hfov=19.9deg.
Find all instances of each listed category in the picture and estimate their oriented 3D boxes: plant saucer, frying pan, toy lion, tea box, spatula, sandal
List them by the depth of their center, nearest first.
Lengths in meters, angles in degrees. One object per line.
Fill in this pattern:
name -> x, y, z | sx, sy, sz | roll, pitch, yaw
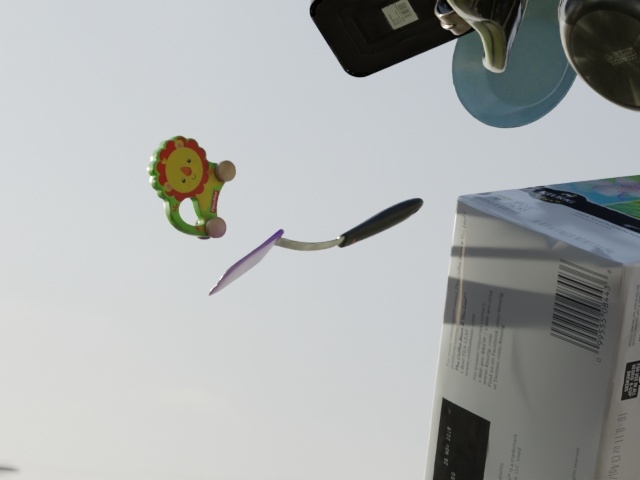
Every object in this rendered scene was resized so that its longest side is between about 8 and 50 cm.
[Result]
tea box -> 0.294, 0.126, 1.710 | 0.324, 0.329, 0.220 | -9, 22, -39
sandal -> 0.158, -0.261, 1.855 | 0.086, 0.120, 0.303 | 17, -7, 18
toy lion -> -0.140, -0.057, 1.920 | 0.096, 0.100, 0.034 | 15, -12, -35
frying pan -> 0.323, -0.262, 1.964 | 0.197, 0.053, 0.326 | 12, -42, 38
spatula -> 0.000, 0.000, 1.972 | 0.296, 0.030, 0.084 | -17, -19, -35
plant saucer -> 0.262, -0.235, 2.366 | 0.195, 0.195, 0.037 | -12, -18, 34

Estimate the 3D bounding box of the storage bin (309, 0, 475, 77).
storage bin -> 0.089, -0.283, 2.122 | 0.180, 0.084, 0.122 | -21, -56, 20
